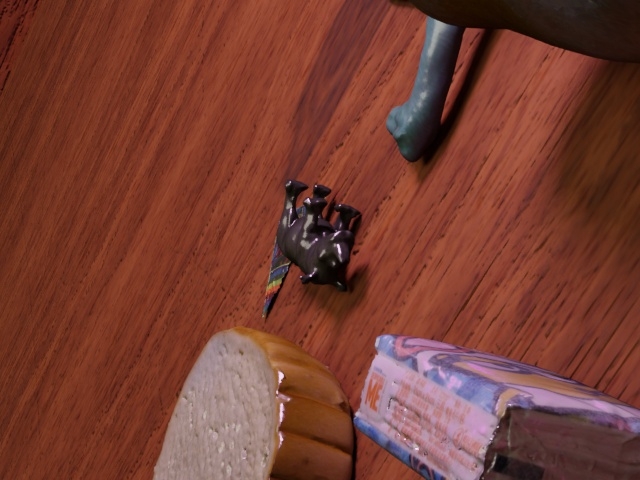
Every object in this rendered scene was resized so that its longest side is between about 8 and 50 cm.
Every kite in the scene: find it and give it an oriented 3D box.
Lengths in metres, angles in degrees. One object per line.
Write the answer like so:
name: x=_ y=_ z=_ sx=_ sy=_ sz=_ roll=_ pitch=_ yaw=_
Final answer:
kite: x=-0.025 y=0.006 z=1.312 sx=0.122 sy=0.004 sz=0.090 roll=-65 pitch=23 yaw=17

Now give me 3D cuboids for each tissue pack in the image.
tissue pack: x=0.098 y=0.095 z=0.797 sx=0.155 sy=0.116 sz=0.065 roll=26 pitch=99 yaw=67

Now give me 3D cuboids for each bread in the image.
bread: x=-0.054 y=0.176 z=1.161 sx=0.236 sy=0.070 sz=0.236 roll=-47 pitch=32 yaw=44

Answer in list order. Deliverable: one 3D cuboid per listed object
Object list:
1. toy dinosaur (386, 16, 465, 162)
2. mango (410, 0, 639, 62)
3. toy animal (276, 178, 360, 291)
toy dinosaur: x=0.150 y=-0.208 z=0.977 sx=0.383 sy=0.129 sz=0.330 roll=-171 pitch=88 yaw=-67
mango: x=0.141 y=-0.187 z=0.788 sx=0.199 sy=0.221 sz=0.384 roll=-49 pitch=12 yaw=-17
toy animal: x=0.000 y=0.000 z=1.206 sx=0.136 sy=0.047 sz=0.065 roll=-141 pitch=66 yaw=-65
